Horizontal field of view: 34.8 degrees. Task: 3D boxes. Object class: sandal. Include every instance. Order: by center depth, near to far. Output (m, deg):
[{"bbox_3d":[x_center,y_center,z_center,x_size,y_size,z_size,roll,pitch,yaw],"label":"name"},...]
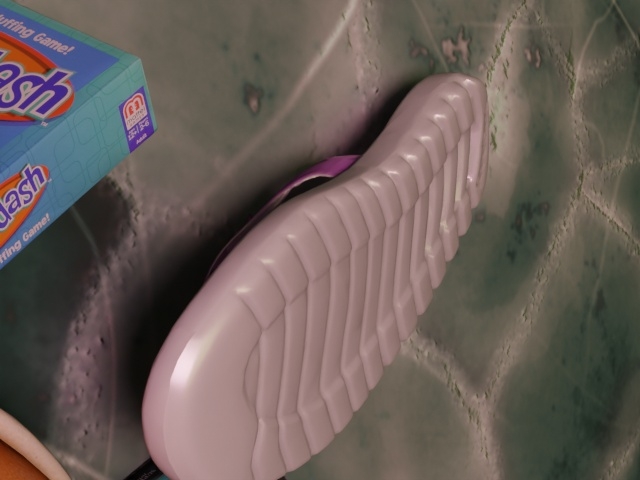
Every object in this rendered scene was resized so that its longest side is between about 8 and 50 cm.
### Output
[{"bbox_3d":[0.001,0.014,0.673,0.416,0.102,0.169,-42,135,-49],"label":"sandal"}]

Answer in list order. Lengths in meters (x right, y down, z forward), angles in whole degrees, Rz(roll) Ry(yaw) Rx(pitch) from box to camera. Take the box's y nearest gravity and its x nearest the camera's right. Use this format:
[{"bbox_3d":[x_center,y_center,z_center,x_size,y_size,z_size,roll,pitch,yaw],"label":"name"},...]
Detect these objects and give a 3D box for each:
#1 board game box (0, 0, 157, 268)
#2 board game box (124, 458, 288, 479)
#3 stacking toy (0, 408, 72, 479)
[{"bbox_3d":[-0.199,-0.030,0.429,0.210,0.160,0.047,-49,152,-31],"label":"board game box"},{"bbox_3d":[-0.060,0.210,0.664,0.126,0.026,0.186,-38,117,-36],"label":"board game box"},{"bbox_3d":[-0.109,0.231,0.306,0.351,0.480,0.350,-2,93,-43],"label":"stacking toy"}]
